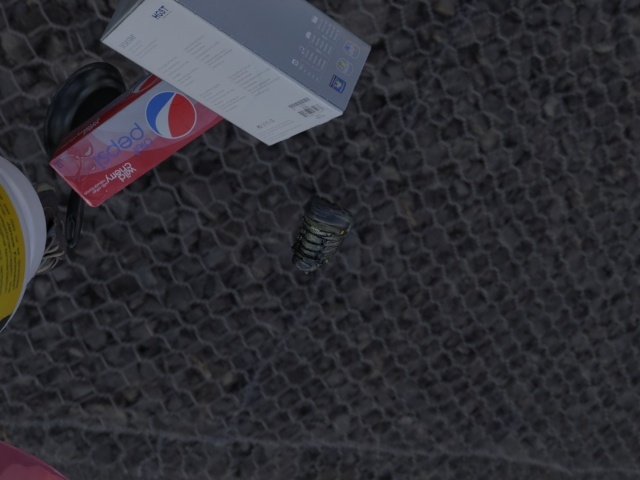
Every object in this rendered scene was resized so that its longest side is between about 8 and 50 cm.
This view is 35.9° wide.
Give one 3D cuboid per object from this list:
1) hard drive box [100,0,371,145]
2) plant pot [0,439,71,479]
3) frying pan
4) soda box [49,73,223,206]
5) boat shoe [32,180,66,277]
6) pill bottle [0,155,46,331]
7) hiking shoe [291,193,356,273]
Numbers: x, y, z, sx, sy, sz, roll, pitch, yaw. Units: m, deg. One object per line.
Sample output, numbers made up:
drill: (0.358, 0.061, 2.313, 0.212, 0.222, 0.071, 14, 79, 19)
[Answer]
hard drive box: (-0.094, -0.211, 1.062, 0.232, 0.181, 0.089, 30, 70, -23)
plant pot: (-0.322, 0.295, 0.870, 0.201, 0.180, 0.201, 12, 140, 10)
frying pan: (-0.375, -0.160, 1.657, 0.197, 0.326, 0.053, -36, 147, 18)
soda box: (-0.225, -0.156, 1.299, 0.263, 0.083, 0.092, -33, 115, 17)
boat shoe: (-0.499, -0.011, 1.740, 0.132, 0.355, 0.130, -30, 89, -12)
pill bottle: (-0.320, 0.020, 0.688, 0.187, 0.334, 0.188, 1, 101, 6)
hiking shoe: (0.000, 0.000, 1.664, 0.114, 0.086, 0.227, -61, 169, -10)
